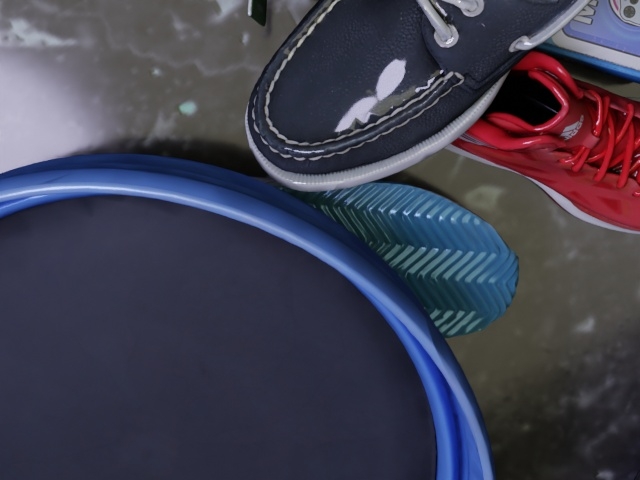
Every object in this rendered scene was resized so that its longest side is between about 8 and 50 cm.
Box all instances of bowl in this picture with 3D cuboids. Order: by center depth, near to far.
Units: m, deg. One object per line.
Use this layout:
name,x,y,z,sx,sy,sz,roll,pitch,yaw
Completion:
bowl,-0.099,0.133,0.803,0.391,0.077,0.391,2,115,4

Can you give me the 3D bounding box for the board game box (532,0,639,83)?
board game box,0.089,-0.274,0.810,0.302,0.086,0.308,16,96,-3

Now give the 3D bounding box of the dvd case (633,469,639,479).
dvd case,0.225,0.223,0.815,0.180,0.022,0.253,25,77,37

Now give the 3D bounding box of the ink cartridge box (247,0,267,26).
ink cartridge box,0.005,-0.210,0.717,0.062,0.109,0.209,5,96,-1

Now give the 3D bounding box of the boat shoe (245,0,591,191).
boat shoe,0.081,-0.140,0.723,0.302,0.091,0.114,-41,74,0

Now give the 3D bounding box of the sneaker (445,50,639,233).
sneaker,0.154,-0.050,0.815,0.221,0.128,0.087,15,97,-1

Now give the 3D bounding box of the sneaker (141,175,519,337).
sneaker,0.000,0.000,0.834,0.229,0.092,0.087,10,98,1
